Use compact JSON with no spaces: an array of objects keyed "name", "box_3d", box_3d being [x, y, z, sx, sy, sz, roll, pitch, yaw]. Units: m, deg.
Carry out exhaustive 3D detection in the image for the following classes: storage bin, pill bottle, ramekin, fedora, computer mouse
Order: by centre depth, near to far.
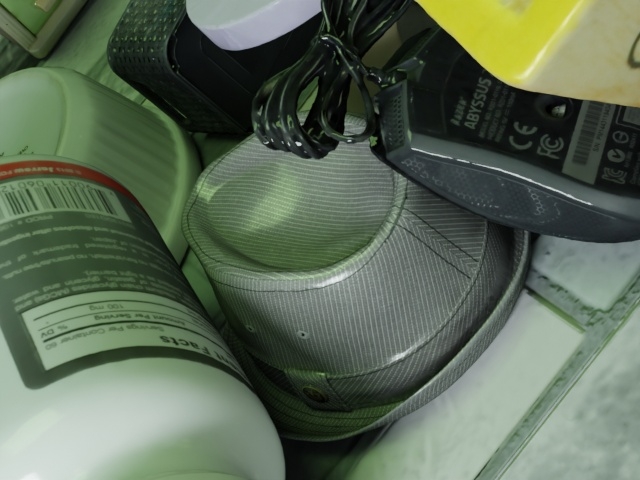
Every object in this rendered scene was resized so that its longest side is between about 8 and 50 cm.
[{"name":"computer mouse","box_3d":[0.111,-0.071,0.924,0.272,0.072,0.188,20,55,11]},{"name":"pill bottle","box_3d":[-0.147,0.119,0.953,0.210,0.210,0.363,-45,41,8]},{"name":"fedora","box_3d":[0.000,0.000,1.009,0.275,0.124,0.244,13,70,49]},{"name":"storage bin","box_3d":[-0.072,-0.184,1.233,0.084,0.122,0.180,7,65,48]},{"name":"ramekin","box_3d":[-0.236,-0.020,1.261,0.273,0.127,0.273,-27,43,28]}]

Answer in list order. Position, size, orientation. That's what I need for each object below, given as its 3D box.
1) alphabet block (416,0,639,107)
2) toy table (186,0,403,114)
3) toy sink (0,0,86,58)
[{"name":"alphabet block","box_3d":[0.141,-0.198,0.809,0.193,0.197,0.192,46,116,27]},{"name":"toy table","box_3d":[0.053,-0.212,1.100,0.274,0.161,0.252,-41,38,11]},{"name":"toy sink","box_3d":[-0.296,-0.284,1.513,0.131,0.234,0.153,34,84,23]}]
